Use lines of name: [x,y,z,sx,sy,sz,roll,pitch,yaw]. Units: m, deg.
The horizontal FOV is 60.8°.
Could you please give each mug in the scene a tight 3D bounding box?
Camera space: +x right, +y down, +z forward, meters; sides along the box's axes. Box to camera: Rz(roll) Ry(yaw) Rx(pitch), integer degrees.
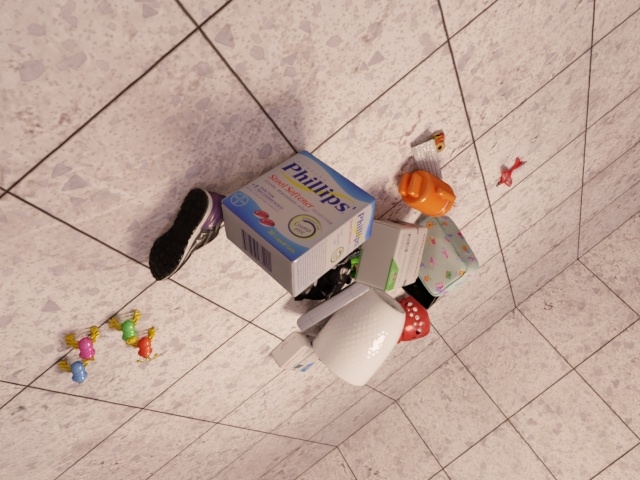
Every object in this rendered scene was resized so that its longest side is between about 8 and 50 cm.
mug: [0.181,0.354,2.208,0.328,0.276,0.374,-53,175,12]

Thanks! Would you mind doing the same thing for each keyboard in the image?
keyboard: [0.352,-0.244,1.779,0.072,0.014,0.256,-17,152,11]

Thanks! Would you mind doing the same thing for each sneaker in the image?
sneaker: [-0.324,-0.001,1.396,0.283,0.107,0.124,-50,151,19]

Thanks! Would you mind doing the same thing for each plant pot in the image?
plant pot: [0.453,0.136,2.241,0.167,0.188,0.188,-23,147,-41]
plant pot: [0.368,0.363,2.427,0.174,0.191,0.191,-18,143,-22]

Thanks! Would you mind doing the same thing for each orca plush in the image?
orca plush: [0.007,0.158,1.864,0.151,0.102,0.287,38,130,-25]

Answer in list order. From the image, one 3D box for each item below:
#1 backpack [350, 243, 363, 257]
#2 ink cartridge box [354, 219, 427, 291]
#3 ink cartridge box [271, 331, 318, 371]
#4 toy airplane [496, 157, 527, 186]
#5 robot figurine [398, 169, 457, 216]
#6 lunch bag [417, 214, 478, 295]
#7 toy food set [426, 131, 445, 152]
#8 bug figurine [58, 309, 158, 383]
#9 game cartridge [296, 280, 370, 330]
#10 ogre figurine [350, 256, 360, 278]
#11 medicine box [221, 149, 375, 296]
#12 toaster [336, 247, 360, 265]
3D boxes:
backpack: [0.124,0.002,1.837,0.114,0.084,0.105,-18,146,-32]
ink cartridge box: [0.244,0.043,1.837,0.289,0.121,0.211,-3,107,-62]
ink cartridge box: [-0.086,0.455,2.214,0.139,0.082,0.190,-44,148,11]
toy airplane: [0.743,-0.266,2.135,0.151,0.028,0.151,-26,147,-18]
robot figurine: [0.352,-0.154,1.797,0.219,0.128,0.158,21,136,-37]
lunch bag: [0.436,0.054,2.024,0.107,0.279,0.224,-3,146,-40]
toy food set: [0.364,-0.306,1.732,0.082,0.020,0.083,-25,146,-18]
bug figurine: [-0.599,0.311,1.553,0.278,0.072,0.216,-19,144,-25]
game cartridge: [0.053,0.223,1.974,0.294,0.060,0.196,-33,180,11]
ogre figurine: [0.138,0.085,1.946,0.118,0.097,0.197,-28,137,8]
medicine box: [-0.054,-0.053,1.376,0.289,0.263,0.149,-37,151,-28]
toaster: [0.000,0.000,1.657,0.226,0.146,0.129,-15,142,-29]
